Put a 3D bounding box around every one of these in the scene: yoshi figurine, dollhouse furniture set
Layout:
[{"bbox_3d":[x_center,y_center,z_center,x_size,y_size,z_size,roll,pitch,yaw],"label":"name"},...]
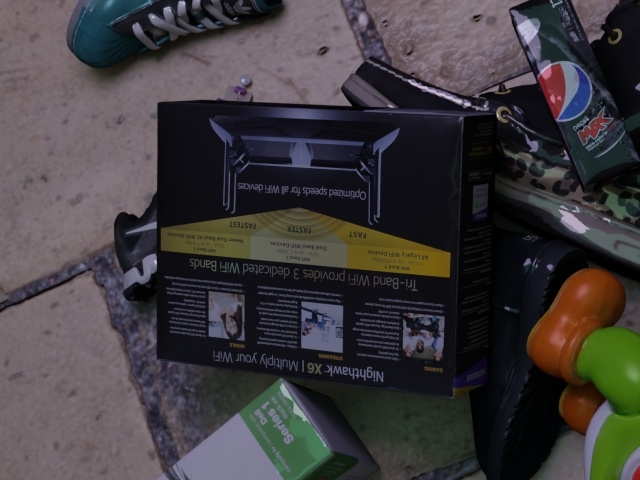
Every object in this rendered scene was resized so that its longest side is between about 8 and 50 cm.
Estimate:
[{"bbox_3d":[0.350,0.141,1.336,0.362,0.204,0.203,35,123,47],"label":"yoshi figurine"},{"bbox_3d":[-0.054,-0.113,1.663,0.114,0.091,0.081,20,43,-3],"label":"dollhouse furniture set"}]

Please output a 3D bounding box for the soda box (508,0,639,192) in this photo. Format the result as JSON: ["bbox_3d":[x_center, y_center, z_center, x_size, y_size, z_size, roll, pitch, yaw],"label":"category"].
[{"bbox_3d":[0.218,-0.129,1.420,0.053,0.060,0.169,-23,82,7],"label":"soda box"}]

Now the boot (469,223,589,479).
[{"bbox_3d":[0.131,0.084,1.529,0.207,0.094,0.246,23,113,39],"label":"boot"}]

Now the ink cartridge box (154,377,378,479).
[{"bbox_3d":[-0.073,0.236,1.520,0.219,0.160,0.092,-38,70,6],"label":"ink cartridge box"}]

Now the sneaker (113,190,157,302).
[{"bbox_3d":[-0.108,-0.033,1.627,0.234,0.078,0.106,-27,76,12],"label":"sneaker"}]

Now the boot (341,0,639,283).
[{"bbox_3d":[0.238,-0.148,1.514,0.377,0.138,0.284,29,90,16],"label":"boot"}]

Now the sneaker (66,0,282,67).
[{"bbox_3d":[-0.116,-0.258,1.657,0.302,0.108,0.121,-38,67,5],"label":"sneaker"}]

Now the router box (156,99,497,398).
[{"bbox_3d":[0.000,0.000,1.479,0.309,0.081,0.243,6,98,28],"label":"router box"}]
